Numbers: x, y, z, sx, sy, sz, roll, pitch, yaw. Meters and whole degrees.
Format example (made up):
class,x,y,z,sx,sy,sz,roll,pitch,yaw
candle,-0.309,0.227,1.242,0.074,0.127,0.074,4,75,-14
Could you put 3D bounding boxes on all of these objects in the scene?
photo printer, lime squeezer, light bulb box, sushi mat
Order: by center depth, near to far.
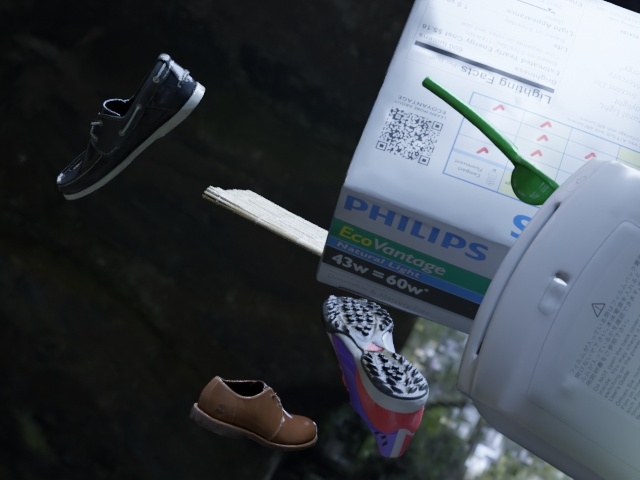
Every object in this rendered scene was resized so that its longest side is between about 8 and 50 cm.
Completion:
class,x,y,z,sx,sy,sz,roll,pitch,yaw
photo printer,0.276,0.094,1.270,0.307,0.256,0.107,33,-4,-24
lime squeezer,0.191,-0.023,1.382,0.110,0.310,0.059,-20,-9,22
light bulb box,0.224,-0.086,1.651,0.358,0.361,0.225,21,-29,3
sushi mat,0.000,0.000,2.023,0.316,0.019,0.151,27,10,18

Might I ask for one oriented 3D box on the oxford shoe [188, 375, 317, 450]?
class,x,y,z,sx,sy,sz,roll,pitch,yaw
oxford shoe,-0.072,0.226,1.926,0.212,0.076,0.076,22,8,-45

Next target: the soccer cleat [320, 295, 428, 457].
class,x,y,z,sx,sy,sz,roll,pitch,yaw
soccer cleat,0.066,0.186,2.118,0.108,0.318,0.116,2,-65,-20

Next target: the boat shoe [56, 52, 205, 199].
class,x,y,z,sx,sy,sz,roll,pitch,yaw
boat shoe,-0.253,-0.141,1.840,0.233,0.084,0.079,-39,-63,18
